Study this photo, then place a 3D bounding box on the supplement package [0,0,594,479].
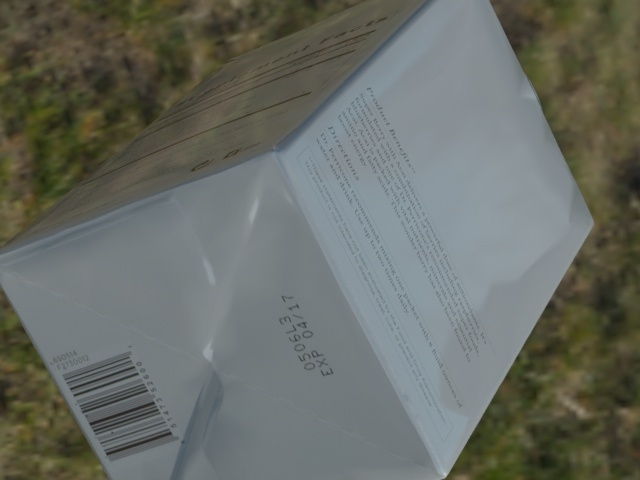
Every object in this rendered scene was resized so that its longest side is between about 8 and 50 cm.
[{"bbox_3d":[0.000,0.000,1.028,0.177,0.175,0.293,63,30,-13],"label":"supplement package"}]
